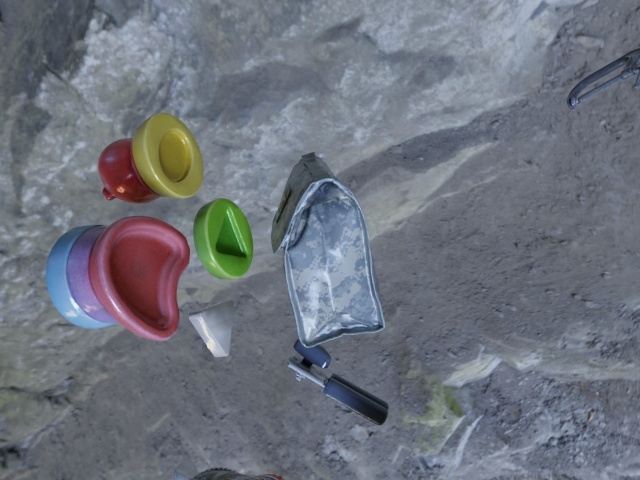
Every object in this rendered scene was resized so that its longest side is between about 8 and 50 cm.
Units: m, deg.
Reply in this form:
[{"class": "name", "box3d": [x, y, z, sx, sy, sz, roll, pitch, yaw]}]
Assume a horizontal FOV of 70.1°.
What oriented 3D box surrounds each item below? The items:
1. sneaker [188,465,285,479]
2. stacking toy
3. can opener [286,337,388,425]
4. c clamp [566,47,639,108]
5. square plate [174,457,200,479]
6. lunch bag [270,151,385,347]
[{"class": "sneaker", "box3d": [-0.180, 0.501, 0.910, 0.225, 0.093, 0.088, -9, 68, 13]}, {"class": "stacking toy", "box3d": [-0.234, 0.012, 0.662, 0.130, 0.279, 0.309, -11, 50, 22]}, {"class": "can opener", "box3d": [0.042, 0.342, 1.105, 0.280, 0.074, 0.093, 32, 98, 9]}, {"class": "c clamp", "box3d": [0.494, -0.278, 0.797, 0.137, 0.022, 0.160, -52, 11, -20]}, {"class": "square plate", "box3d": [-0.305, 0.722, 1.104, 0.344, 0.049, 0.347, 119, 142, -65]}, {"class": "lunch bag", "box3d": [0.000, 0.000, 0.809, 0.168, 0.235, 0.287, -12, 109, -3]}]
